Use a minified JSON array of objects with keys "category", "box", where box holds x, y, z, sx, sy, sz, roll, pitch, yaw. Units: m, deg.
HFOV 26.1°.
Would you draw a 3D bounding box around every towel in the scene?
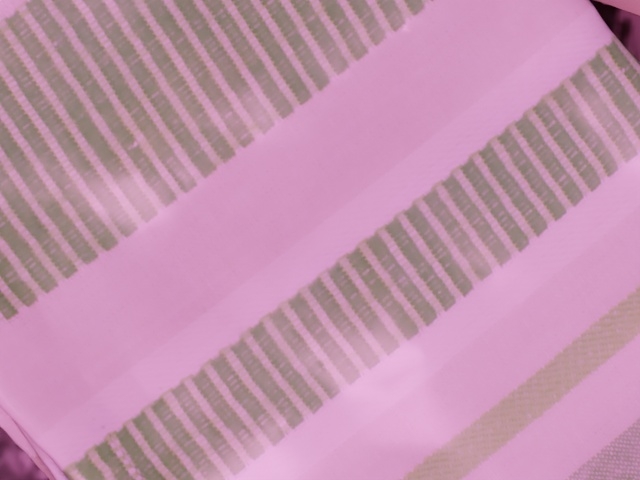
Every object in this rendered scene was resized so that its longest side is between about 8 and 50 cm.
[{"category":"towel","box":[0.000,0.000,0.447,0.248,0.038,0.325,-39,91,-5]}]

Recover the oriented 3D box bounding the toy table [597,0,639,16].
[{"category":"toy table","box":[0.234,-0.093,0.483,0.274,0.161,0.252,31,67,3]}]
